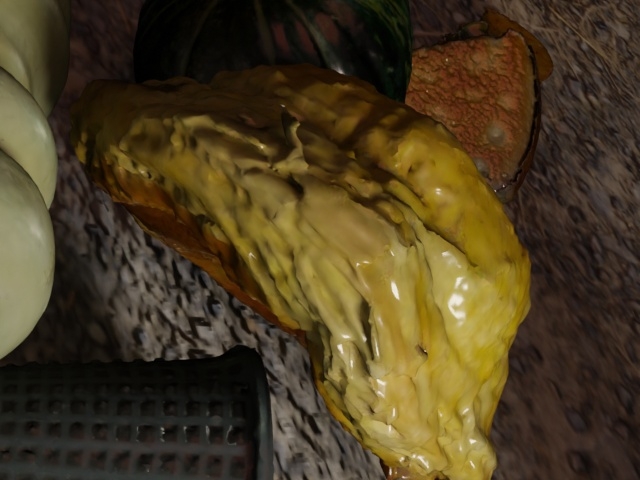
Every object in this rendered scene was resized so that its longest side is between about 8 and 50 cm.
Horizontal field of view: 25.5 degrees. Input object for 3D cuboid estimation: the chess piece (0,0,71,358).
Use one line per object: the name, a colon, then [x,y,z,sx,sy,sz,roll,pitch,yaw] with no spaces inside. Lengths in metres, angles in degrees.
chess piece: [-0.217,-0.056,0.773,0.182,0.182,0.330,14,33,-24]

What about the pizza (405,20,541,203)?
pizza: [0.098,-0.124,1.229,0.195,0.052,0.185,16,61,-10]

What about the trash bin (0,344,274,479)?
trash bin: [-0.120,0.132,0.742,0.161,0.175,0.175,8,44,-13]

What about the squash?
squash: [-0.032,-0.137,1.043,0.218,0.218,0.172,-87,155,-47]

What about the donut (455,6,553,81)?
donut: [0.169,-0.171,1.333,0.097,0.043,0.108,45,39,14]

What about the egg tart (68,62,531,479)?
egg tart: [0.000,0.000,0.834,0.339,0.153,0.351,37,-11,41]
